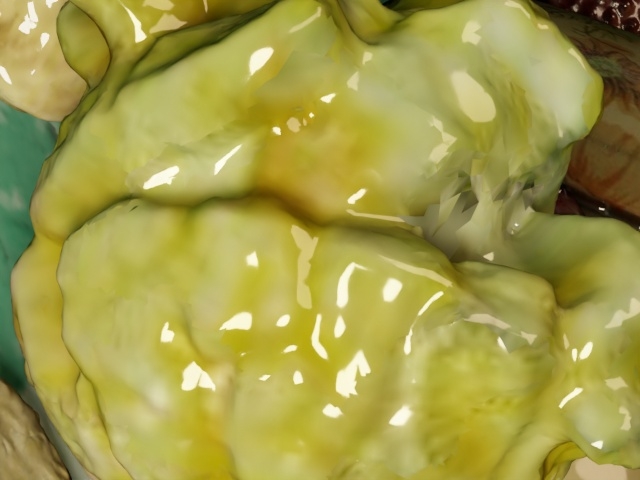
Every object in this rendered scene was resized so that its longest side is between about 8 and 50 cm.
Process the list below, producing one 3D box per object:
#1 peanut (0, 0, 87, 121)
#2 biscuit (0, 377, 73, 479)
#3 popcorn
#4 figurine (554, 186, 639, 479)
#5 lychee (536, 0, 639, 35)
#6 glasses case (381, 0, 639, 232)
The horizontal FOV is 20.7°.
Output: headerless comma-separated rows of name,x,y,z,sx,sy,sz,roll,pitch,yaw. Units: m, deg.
peanut,-0.101,-0.122,0.554,0.082,0.082,0.187,26,45,-52
biscuit,-0.096,0.078,0.446,0.120,0.015,0.120,43,33,-37
popcorn,0.001,0.000,0.503,0.185,0.167,0.187,11,64,-29
figurine,0.094,0.157,0.591,0.218,0.206,0.365,25,24,-51
lychee,0.141,-0.106,0.955,0.123,0.123,0.129,27,78,-52
glasses case,0.206,-0.002,0.745,0.425,0.098,0.156,25,23,17
